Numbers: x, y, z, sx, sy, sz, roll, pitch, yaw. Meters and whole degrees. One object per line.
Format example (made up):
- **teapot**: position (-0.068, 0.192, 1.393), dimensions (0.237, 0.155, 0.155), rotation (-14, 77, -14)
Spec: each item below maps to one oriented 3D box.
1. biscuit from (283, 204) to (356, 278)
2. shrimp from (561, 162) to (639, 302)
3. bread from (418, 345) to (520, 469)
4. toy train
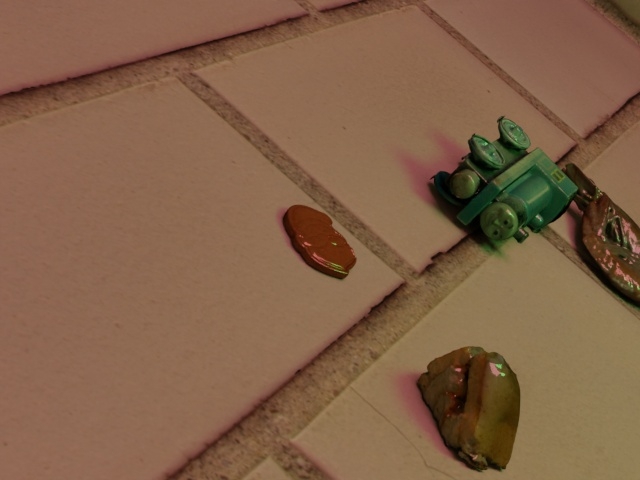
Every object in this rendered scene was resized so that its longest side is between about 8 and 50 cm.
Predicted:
- **biscuit**: position (0.000, 0.000, 1.779), dimensions (0.102, 0.019, 0.130), rotation (8, 41, -42)
- **shrimp**: position (0.512, -0.009, 2.330), dimensions (0.168, 0.077, 0.317), rotation (-6, 53, -49)
- **bread**: position (0.204, 0.197, 1.634), dimensions (0.103, 0.110, 0.156), rotation (13, 37, -48)
- **toy train**: position (0.310, -0.090, 2.173), dimensions (0.194, 0.120, 0.298), rotation (47, 29, 6)
